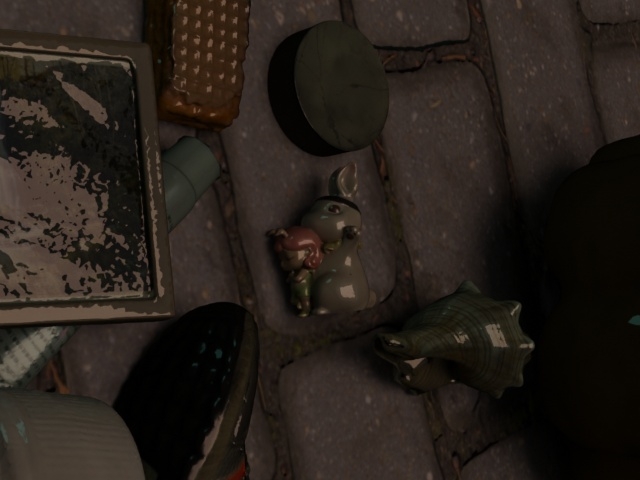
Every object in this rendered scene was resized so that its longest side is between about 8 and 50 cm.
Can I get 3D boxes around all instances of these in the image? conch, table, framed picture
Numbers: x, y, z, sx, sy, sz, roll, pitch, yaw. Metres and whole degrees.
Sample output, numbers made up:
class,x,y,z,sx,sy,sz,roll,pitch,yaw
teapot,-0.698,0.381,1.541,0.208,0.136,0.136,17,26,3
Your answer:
class,x,y,z,sx,sy,sz,roll,pitch,yaw
conch,0.137,0.106,1.202,0.233,0.137,0.114,7,51,-20
table,0.010,-0.154,1.166,0.133,0.043,0.134,8,79,-42
framed picture,-0.265,-0.049,0.864,0.324,0.020,0.241,1,79,-34

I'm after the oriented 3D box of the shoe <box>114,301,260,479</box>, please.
class,x,y,z,sx,sy,sz,roll,pitch,yaw
shoe,-0.095,0.226,0.963,0.171,0.132,0.337,38,62,-39

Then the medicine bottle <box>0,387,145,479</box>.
class,x,y,z,sx,sy,sz,roll,pitch,yaw
medicine bottle,-0.309,0.179,0.704,0.371,0.211,0.211,12,76,-42

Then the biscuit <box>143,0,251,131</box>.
class,x,y,z,sx,sy,sz,roll,pitch,yaw
biscuit,-0.114,-0.292,1.061,0.094,0.054,0.379,7,79,-41

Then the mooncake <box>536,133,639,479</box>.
class,x,y,z,sx,sy,sz,roll,pitch,yaw
mooncake,0.424,0.093,1.329,0.467,0.262,0.467,4,85,-56

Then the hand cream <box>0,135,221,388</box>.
class,x,y,z,sx,sy,sz,roll,pitch,yaw
hand cream,-0.196,0.028,0.935,0.331,0.058,0.085,-51,125,-36

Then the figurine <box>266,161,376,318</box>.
class,x,y,z,sx,sy,sz,roll,pitch,yaw
figurine,0.004,0.000,1.112,0.098,0.081,0.146,-7,89,-43
